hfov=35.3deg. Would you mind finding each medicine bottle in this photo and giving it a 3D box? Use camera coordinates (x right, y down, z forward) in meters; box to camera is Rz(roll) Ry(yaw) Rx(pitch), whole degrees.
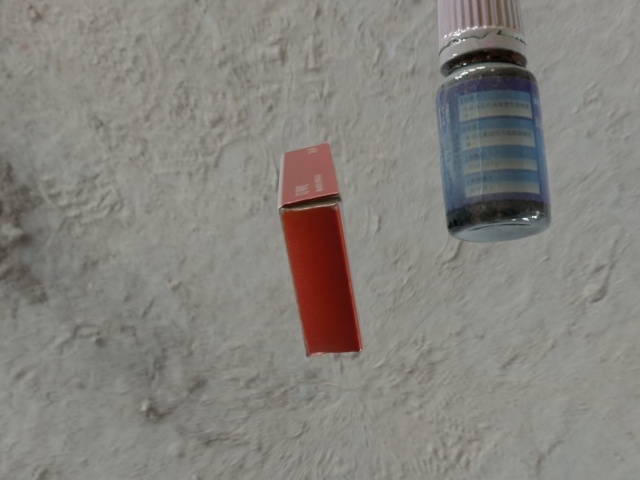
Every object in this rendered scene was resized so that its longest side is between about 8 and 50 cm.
[{"bbox_3d":[0.131,-0.103,0.791,0.084,0.083,0.203,-5,78,1],"label":"medicine bottle"}]

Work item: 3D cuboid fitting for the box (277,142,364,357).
[{"bbox_3d":[0.000,0.000,0.824,0.050,0.229,0.122,-11,104,1],"label":"box"}]
